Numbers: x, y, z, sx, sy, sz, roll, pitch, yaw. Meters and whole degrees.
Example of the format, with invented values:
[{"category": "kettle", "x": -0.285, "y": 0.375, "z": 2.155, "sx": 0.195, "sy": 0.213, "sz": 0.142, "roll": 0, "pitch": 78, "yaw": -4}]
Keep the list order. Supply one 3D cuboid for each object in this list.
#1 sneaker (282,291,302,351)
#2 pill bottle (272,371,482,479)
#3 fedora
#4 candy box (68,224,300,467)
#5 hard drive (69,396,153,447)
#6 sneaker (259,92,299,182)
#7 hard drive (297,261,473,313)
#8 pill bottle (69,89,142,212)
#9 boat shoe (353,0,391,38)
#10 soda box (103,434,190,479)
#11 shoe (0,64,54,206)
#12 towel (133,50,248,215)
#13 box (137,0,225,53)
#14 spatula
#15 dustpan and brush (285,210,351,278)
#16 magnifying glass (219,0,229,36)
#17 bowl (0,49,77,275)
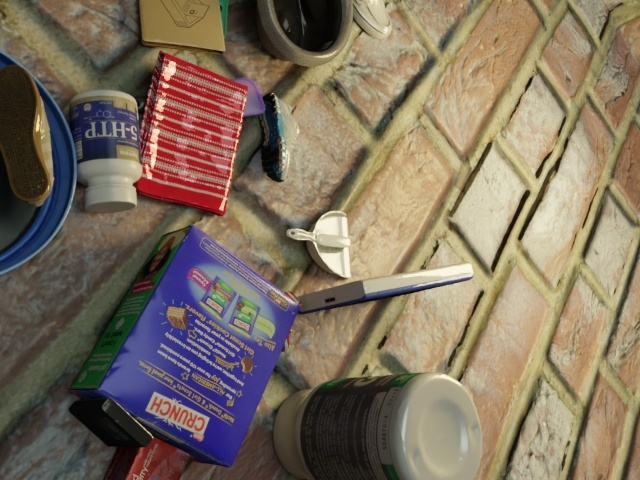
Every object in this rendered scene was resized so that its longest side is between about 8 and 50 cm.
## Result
[{"category": "sneaker", "x": -0.064, "y": 0.157, "z": 1.331, "sx": 0.067, "sy": 0.042, "sz": 0.118, "roll": -6, "pitch": 80, "yaw": -37}, {"category": "pill bottle", "x": 0.084, "y": 0.344, "z": 1.191, "sx": 0.204, "sy": 0.361, "sz": 0.204, "roll": 12, "pitch": 71, "yaw": -37}, {"category": "fedora", "x": -0.054, "y": -0.502, "z": 1.465, "sx": 0.243, "sy": 0.124, "sz": 0.275, "roll": 6, "pitch": 83, "yaw": -36}, {"category": "candy box", "x": -0.215, "y": 0.180, "z": 1.150, "sx": 0.268, "sy": 0.122, "sz": 0.317, "roll": 40, "pitch": 55, "yaw": -25}, {"category": "hard drive", "x": -0.321, "y": 0.279, "z": 1.026, "sx": 0.094, "sy": 0.135, "sz": 0.022, "roll": 50, "pitch": 51, "yaw": -18}, {"category": "sneaker", "x": -0.075, "y": -0.211, "z": 1.409, "sx": 0.083, "sy": 0.071, "sz": 0.191, "roll": 10, "pitch": 72, "yaw": -43}, {"category": "hard drive", "x": 0.136, "y": 0.098, "z": 1.400, "sx": 0.318, "sy": 0.210, "sz": 0.040, "roll": -6, "pitch": 81, "yaw": -40}, {"category": "pill bottle", "x": -0.357, "y": -0.146, "z": 1.129, "sx": 0.112, "sy": 0.112, "sz": 0.187, "roll": 0, "pitch": 78, "yaw": -39}, {"category": "boat shoe", "x": 0.105, "y": -0.617, "z": 1.653, "sx": 0.258, "sy": 0.084, "sz": 0.095, "roll": 50, "pitch": 52, "yaw": -17}, {"category": "soda box", "x": -0.304, "y": 0.435, "z": 1.032, "sx": 0.092, "sy": 0.083, "sz": 0.263, "roll": 37, "pitch": 57, "yaw": -27}, {"category": "shoe", "x": -0.443, "y": -0.153, "z": 1.004, "sx": 0.076, "sy": 0.058, "sz": 0.219, "roll": -11, "pitch": 80, "yaw": -10}, {"category": "towel", "x": -0.240, "y": -0.196, "z": 1.266, "sx": 0.199, "sy": 0.031, "sz": 0.275, "roll": 17, "pitch": 77, "yaw": -36}, {"category": "box", "x": -0.276, "y": -0.469, "z": 1.322, "sx": 0.164, "sy": 0.021, "sz": 0.201, "roll": -1, "pitch": 77, "yaw": -28}, {"category": "spatula", "x": -0.241, "y": -0.273, "z": 1.312, "sx": 0.296, "sy": 0.030, "sz": 0.084, "roll": -14, "pitch": 86, "yaw": -40}, {"category": "dustpan and brush", "x": 0.000, "y": 0.000, "z": 1.414, "sx": 0.211, "sy": 0.060, "sz": 0.147, "roll": 7, "pitch": 74, "yaw": -38}, {"category": "magnifying glass", "x": -0.212, "y": -0.488, "z": 1.399, "sx": 0.092, "sy": 0.026, "sz": 0.231, "roll": 39, "pitch": 56, "yaw": -24}, {"category": "bowl", "x": -0.560, "y": -0.118, "z": 0.979, "sx": 0.391, "sy": 0.077, "sz": 0.391, "roll": 12, "pitch": 70, "yaw": -36}]
